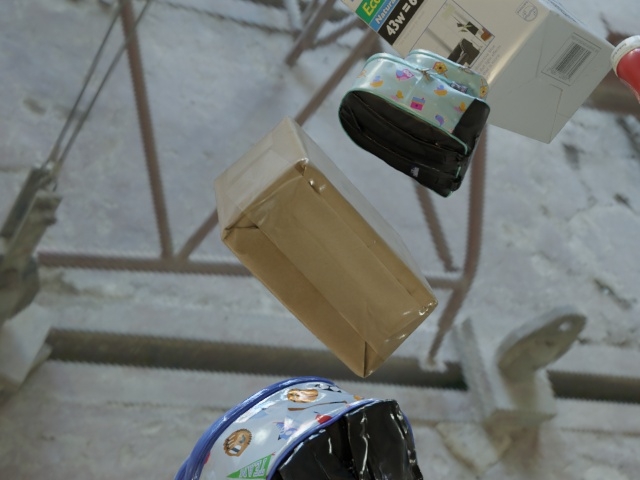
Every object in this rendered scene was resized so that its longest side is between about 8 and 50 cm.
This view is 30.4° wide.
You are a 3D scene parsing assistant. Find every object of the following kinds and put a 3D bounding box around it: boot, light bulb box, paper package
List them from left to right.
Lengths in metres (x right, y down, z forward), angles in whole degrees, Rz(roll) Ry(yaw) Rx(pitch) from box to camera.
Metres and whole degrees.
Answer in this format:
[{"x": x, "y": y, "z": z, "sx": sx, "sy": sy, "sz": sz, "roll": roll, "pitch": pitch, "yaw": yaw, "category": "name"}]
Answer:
[{"x": 0.000, "y": 0.000, "z": 1.737, "sx": 0.309, "sy": 0.168, "sz": 0.325, "roll": 47, "pitch": 6, "yaw": -18, "category": "paper package"}, {"x": 0.287, "y": -0.386, "z": 2.110, "sx": 0.361, "sy": 0.225, "sz": 0.358, "roll": 47, "pitch": 20, "yaw": 26, "category": "light bulb box"}, {"x": 0.526, "y": -0.177, "z": 1.635, "sx": 0.244, "sy": 0.088, "sz": 0.176, "roll": 13, "pitch": 42, "yaw": -28, "category": "boot"}]

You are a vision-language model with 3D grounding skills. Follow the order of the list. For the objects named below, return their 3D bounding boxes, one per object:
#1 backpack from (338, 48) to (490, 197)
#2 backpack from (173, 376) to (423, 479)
[{"x": 0.124, "y": -0.168, "z": 1.567, "sx": 0.188, "sy": 0.166, "sz": 0.144, "roll": 22, "pitch": 67, "yaw": 7, "category": "backpack"}, {"x": -0.014, "y": 0.262, "z": 1.105, "sx": 0.213, "sy": 0.263, "sz": 0.276, "roll": 18, "pitch": 30, "yaw": 36, "category": "backpack"}]
